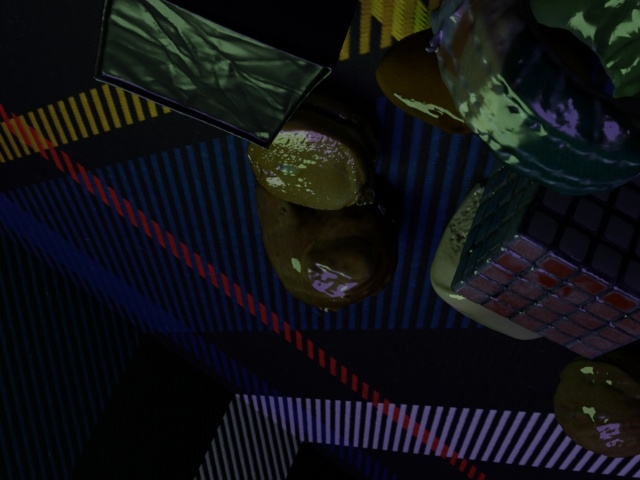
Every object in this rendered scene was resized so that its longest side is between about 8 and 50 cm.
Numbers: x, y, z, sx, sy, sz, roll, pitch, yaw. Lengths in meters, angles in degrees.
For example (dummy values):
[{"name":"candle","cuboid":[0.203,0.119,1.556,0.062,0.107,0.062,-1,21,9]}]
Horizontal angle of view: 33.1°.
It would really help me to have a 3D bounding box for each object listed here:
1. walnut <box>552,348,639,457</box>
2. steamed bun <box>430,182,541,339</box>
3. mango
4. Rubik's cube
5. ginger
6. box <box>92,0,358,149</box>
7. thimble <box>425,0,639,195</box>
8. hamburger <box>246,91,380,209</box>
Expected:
[{"name":"walnut","cuboid":[0.520,0.285,1.901,0.213,0.213,0.213,21,156,10]},{"name":"steamed bun","cuboid":[0.303,0.046,1.639,0.226,0.200,0.170,28,-178,-34]},{"name":"mango","cuboid":[0.198,-0.189,1.301,0.262,0.167,0.130,18,141,23]},{"name":"Rubik's cube","cuboid":[0.344,-0.014,1.415,0.238,0.236,0.237,27,157,-7]},{"name":"ginger","cuboid":[0.000,0.001,1.799,0.269,0.223,0.200,16,163,10]},{"name":"box","cuboid":[-0.105,-0.280,1.260,0.251,0.204,0.345,22,165,-9]},{"name":"thimble","cuboid":[0.258,-0.191,1.106,0.288,0.254,0.167,30,155,-5]},{"name":"hamburger","cuboid":[-0.007,-0.145,1.619,0.190,0.122,0.215,5,146,25]}]
